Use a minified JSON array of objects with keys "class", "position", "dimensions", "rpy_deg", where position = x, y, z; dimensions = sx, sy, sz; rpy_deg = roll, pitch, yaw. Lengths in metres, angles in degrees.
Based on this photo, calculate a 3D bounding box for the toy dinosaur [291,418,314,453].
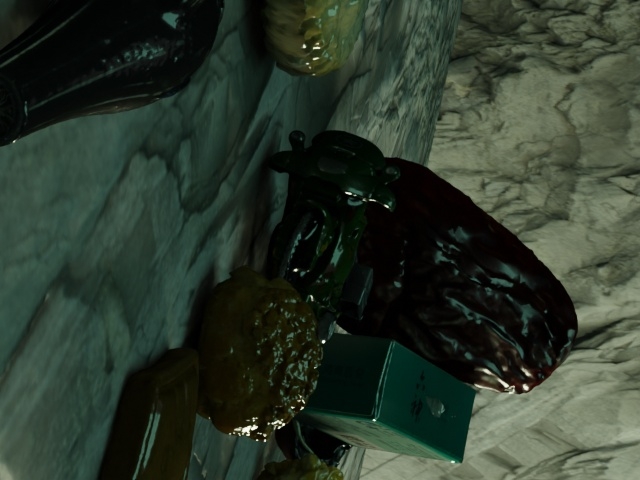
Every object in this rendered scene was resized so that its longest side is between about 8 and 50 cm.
[{"class":"toy dinosaur","position":[-0.033,0.172,1.700],"dimensions":[0.058,0.037,0.180],"rpy_deg":[-30,128,-53]}]

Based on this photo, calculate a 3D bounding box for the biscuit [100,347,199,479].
[{"class":"biscuit","position":[-0.123,0.190,1.062],"dimensions":[0.182,0.034,0.215],"rpy_deg":[-29,130,-80]}]

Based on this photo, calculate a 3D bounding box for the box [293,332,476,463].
[{"class":"box","position":[0.058,0.176,1.662],"dimensions":[0.245,0.153,0.092],"rpy_deg":[36,64,-57]}]

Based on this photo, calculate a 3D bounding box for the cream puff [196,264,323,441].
[{"class":"cream puff","position":[-0.050,0.096,1.212],"dimensions":[0.126,0.103,0.144],"rpy_deg":[-72,176,-51]}]

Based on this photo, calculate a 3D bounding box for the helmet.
[{"class":"helmet","position":[-0.007,0.222,1.795],"dimensions":[0.098,0.070,0.123],"rpy_deg":[50,56,-27]}]

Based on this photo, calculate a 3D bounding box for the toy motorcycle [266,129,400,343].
[{"class":"toy motorcycle","position":[0.000,0.000,1.422],"dimensions":[0.274,0.125,0.187],"rpy_deg":[88,24,-69]}]

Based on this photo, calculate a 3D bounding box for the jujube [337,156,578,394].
[{"class":"jujube","position":[0.140,0.046,1.731],"dimensions":[0.216,0.342,0.216],"rpy_deg":[-57,-172,12]}]

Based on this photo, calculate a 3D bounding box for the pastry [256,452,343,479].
[{"class":"pastry","position":[-0.043,0.371,1.680],"dimensions":[0.154,0.102,0.250],"rpy_deg":[81,22,-67]}]

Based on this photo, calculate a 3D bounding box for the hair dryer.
[{"class":"hair dryer","position":[-0.049,-0.130,0.650],"dimensions":[0.219,0.075,0.195],"rpy_deg":[-37,-175,29]}]

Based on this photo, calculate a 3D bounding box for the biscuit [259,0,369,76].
[{"class":"biscuit","position":[0.001,-0.230,1.183],"dimensions":[0.281,0.084,0.179],"rpy_deg":[94,10,-50]}]
